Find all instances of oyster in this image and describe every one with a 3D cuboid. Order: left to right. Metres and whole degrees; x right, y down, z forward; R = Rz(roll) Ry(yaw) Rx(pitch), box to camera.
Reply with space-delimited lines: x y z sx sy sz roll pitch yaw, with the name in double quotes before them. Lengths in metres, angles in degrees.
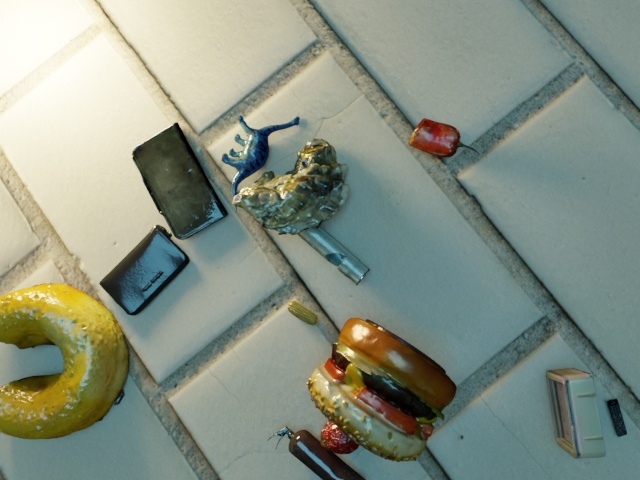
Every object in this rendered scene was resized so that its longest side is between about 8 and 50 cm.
"oyster" -0.072 -0.140 1.462 0.351 0.114 0.238 -22 55 -28

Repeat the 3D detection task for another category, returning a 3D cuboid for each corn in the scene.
"corn" -0.049 0.198 1.497 0.092 0.037 0.037 31 87 6

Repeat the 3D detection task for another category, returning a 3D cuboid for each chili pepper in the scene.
"chili pepper" 0.338 -0.267 1.491 0.192 0.084 0.086 22 119 10

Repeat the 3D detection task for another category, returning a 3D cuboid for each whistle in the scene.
"whistle" 0.000 0.000 1.502 0.312 0.062 0.062 41 89 9

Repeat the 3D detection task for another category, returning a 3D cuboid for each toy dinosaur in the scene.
"toy dinosaur" -0.202 -0.252 1.547 0.144 0.076 0.329 33 77 2

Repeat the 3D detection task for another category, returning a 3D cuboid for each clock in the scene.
"clock" 0.620 0.417 1.348 0.071 0.147 0.192 -7 83 5

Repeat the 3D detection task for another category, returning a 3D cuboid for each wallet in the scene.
"wallet" -0.490 0.084 1.552 0.250 0.044 0.149 -44 85 -1
"wallet" -0.406 -0.164 1.571 0.172 0.045 0.318 -31 81 -1

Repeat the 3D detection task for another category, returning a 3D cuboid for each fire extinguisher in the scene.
"fire extinguisher" -0.010 0.572 1.429 0.268 0.072 0.089 37 82 9

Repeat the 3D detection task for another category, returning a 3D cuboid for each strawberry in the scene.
"strawberry" 0.051 0.505 1.421 0.106 0.106 0.106 -1 83 6

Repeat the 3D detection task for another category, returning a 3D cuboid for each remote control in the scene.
"remote control" 0.749 0.448 1.397 0.034 0.016 0.091 -12 82 -12

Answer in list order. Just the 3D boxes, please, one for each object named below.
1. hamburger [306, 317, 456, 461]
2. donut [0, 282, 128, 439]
"hamburger" 0.141 0.356 1.316 0.330 0.330 0.250 34 81 8
"donut" -0.730 0.318 1.487 0.378 0.163 0.435 -11 82 3
